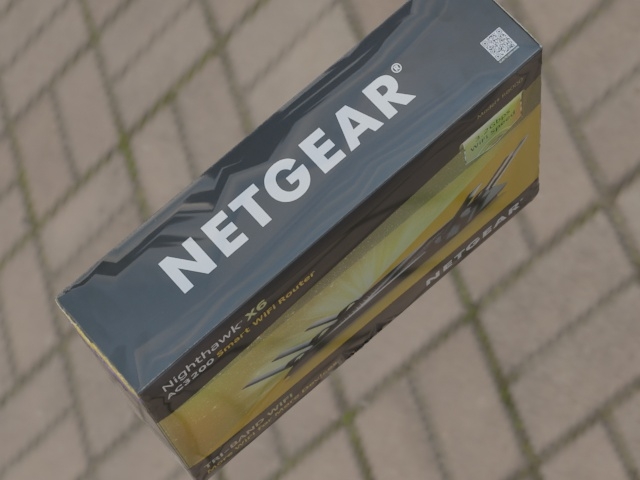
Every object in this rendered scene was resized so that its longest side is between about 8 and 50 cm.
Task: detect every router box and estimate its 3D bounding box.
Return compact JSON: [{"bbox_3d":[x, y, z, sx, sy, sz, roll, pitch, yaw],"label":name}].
[{"bbox_3d":[0.000,0.000,1.228,0.309,0.243,0.081,-41,72,-8],"label":"router box"}]
